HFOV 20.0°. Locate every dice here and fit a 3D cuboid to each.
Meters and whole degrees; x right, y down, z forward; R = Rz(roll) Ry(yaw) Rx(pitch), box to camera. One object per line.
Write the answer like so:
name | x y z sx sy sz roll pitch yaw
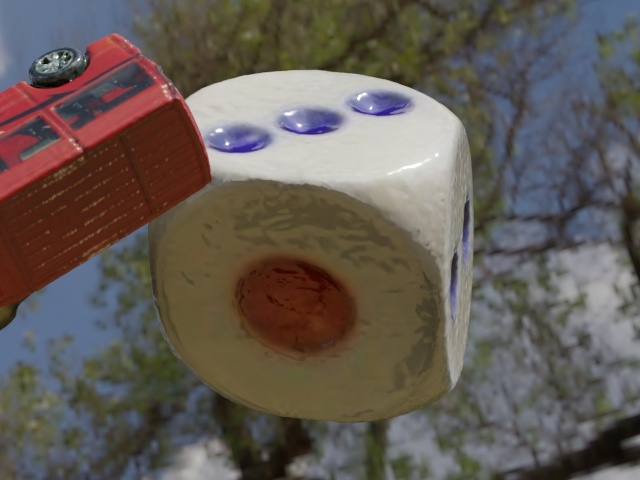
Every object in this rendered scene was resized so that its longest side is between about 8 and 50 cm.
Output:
dice | 0.000 0.000 1.625 0.259 0.251 0.243 3 -62 10

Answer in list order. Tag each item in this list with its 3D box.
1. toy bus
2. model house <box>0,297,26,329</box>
toy bus | -0.156 -0.021 0.913 0.195 0.089 0.081 -32 -52 -17
model house | -0.538 -0.020 1.649 0.445 0.400 0.395 -45 -17 8
